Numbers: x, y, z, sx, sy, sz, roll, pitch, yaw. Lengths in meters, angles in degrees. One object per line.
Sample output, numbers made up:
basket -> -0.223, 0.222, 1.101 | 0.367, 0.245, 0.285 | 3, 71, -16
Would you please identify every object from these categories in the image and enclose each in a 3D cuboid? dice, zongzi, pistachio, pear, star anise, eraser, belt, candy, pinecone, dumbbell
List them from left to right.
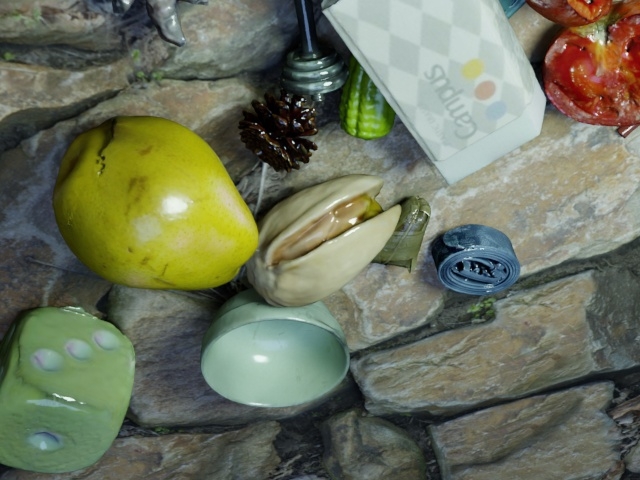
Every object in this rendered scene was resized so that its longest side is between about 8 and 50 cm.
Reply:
dice -> -0.535, 0.302, 1.355 | 0.252, 0.250, 0.254 | 24, 123, -28
star anise -> -0.230, -0.381, 0.907 | 0.229, 0.093, 0.236 | -7, 130, -2
pear -> -0.262, -0.050, 1.093 | 0.285, 0.285, 0.336 | -32, 150, 18
pinecone -> -0.062, -0.181, 1.090 | 0.140, 0.140, 0.121 | 41, 74, -35
dumbbell -> -0.022, -0.326, 0.990 | 0.110, 0.110, 0.255 | -11, 126, 0
pistachio -> 0.000, 0.000, 1.231 | 0.318, 0.214, 0.193 | -30, 87, 7
candy -> 0.086, -0.267, 1.066 | 0.096, 0.097, 0.210 | 1, 123, -11
zongzi -> 0.118, -0.021, 1.302 | 0.176, 0.078, 0.160 | 8, 123, -6
eraser -> 0.189, -0.270, 0.994 | 0.213, 0.082, 0.397 | -30, 132, 17
belt -> 0.318, 0.039, 1.378 | 0.190, 0.082, 0.141 | 15, 130, -22

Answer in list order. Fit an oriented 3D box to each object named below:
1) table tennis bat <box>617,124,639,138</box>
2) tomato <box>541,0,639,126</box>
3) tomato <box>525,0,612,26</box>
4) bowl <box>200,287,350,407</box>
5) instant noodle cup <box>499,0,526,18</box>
table tennis bat -> 0.614, -0.246, 1.220 | 0.098, 0.019, 0.154 | 32, 117, -32
tomato -> 0.488, -0.297, 1.075 | 0.233, 0.140, 0.200 | -1, 135, 40
tomato -> 0.334, -0.410, 0.932 | 0.101, 0.228, 0.228 | 6, 152, 49
bowl -> -0.098, 0.207, 1.403 | 0.307, 0.163, 0.307 | -5, 133, -5
instant noodle cup -> 0.212, -0.375, 1.003 | 0.157, 0.070, 0.179 | 31, 120, -32
